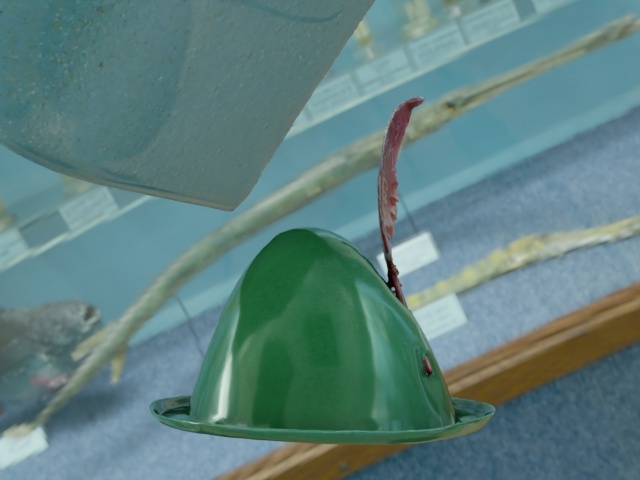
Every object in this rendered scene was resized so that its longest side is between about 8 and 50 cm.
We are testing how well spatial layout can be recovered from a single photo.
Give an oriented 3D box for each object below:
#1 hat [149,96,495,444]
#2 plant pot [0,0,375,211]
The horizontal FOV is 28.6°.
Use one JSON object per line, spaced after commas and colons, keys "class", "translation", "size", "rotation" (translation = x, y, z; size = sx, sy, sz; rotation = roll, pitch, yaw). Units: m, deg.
{"class": "hat", "translation": [0.000, 0.000, 0.646], "size": [0.173, 0.184, 0.208], "rotation": [1, -1, -12]}
{"class": "plant pot", "translation": [-0.143, -0.185, 0.739], "size": [0.247, 0.252, 0.248], "rotation": [50, 120, 28]}
